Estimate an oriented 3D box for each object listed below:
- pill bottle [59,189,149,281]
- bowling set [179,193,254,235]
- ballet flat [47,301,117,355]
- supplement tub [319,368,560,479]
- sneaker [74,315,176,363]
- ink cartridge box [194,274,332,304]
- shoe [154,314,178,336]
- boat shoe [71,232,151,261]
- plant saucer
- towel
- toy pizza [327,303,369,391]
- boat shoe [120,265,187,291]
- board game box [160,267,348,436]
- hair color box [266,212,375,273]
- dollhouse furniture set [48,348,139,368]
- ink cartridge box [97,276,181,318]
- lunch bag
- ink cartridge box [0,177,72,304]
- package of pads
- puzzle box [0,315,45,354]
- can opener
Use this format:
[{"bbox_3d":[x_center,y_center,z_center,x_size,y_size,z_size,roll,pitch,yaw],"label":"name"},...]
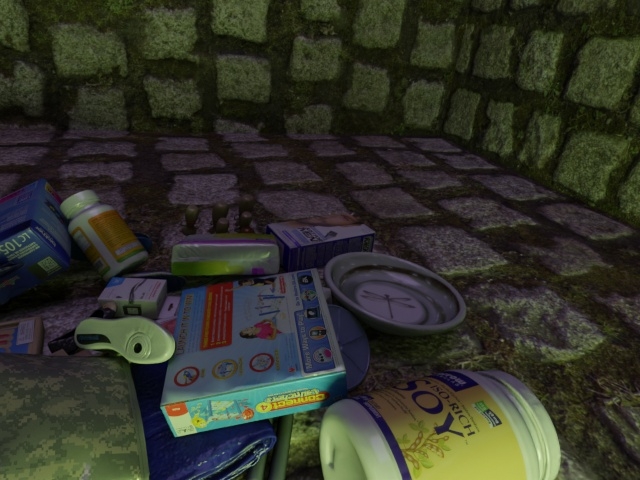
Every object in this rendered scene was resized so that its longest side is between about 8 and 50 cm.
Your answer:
[{"bbox_3d":[-0.618,-0.016,1.161,0.245,0.136,0.136,55,37,-2],"label":"pill bottle"},{"bbox_3d":[-0.322,-0.031,1.419,0.287,0.154,0.199,-15,53,-37],"label":"bowling set"},{"bbox_3d":[-0.549,0.201,0.958,0.058,0.049,0.173,1,34,29],"label":"ballet flat"},{"bbox_3d":[0.189,0.352,0.673,0.332,0.240,0.241,-6,31,-23],"label":"supplement tub"},{"bbox_3d":[-0.339,0.184,0.778,0.217,0.079,0.121,5,-13,20],"label":"sneaker"},{"bbox_3d":[-0.165,0.154,1.095,0.371,0.069,0.176,10,24,38],"label":"ink cartridge box"},{"bbox_3d":[-0.325,0.216,1.005,0.178,0.063,0.081,-16,37,-27],"label":"shoe"},{"bbox_3d":[-0.674,0.017,1.281,0.259,0.108,0.089,6,16,-38],"label":"boat shoe"},{"bbox_3d":[0.197,0.163,1.150,0.401,0.100,0.400,11,22,-4],"label":"plant saucer"},{"bbox_3d":[-0.240,0.322,0.769,0.228,0.076,0.308,-19,34,-22],"label":"towel"},{"bbox_3d":[0.032,0.248,0.948,0.201,0.032,0.201,18,57,-30],"label":"toy pizza"},{"bbox_3d":[-0.475,0.104,1.173,0.184,0.066,0.066,2,27,-8],"label":"boat shoe"},{"bbox_3d":[-0.126,0.195,0.802,0.302,0.086,0.308,-9,32,-5],"label":"board game box"},{"bbox_3d":[0.000,0.000,1.433,0.339,0.110,0.185,-9,31,-30],"label":"hair color box"},{"bbox_3d":[-0.463,0.241,0.881,0.161,0.101,0.182,25,33,31],"label":"dollhouse furniture set"},{"bbox_3d":[-0.476,0.152,1.087,0.180,0.060,0.104,3,28,-6],"label":"ink cartridge box"},{"bbox_3d":[-0.425,0.299,0.641,0.235,0.168,0.287,15,26,-37],"label":"lunch bag"},{"bbox_3d":[-0.815,0.022,1.064,0.270,0.151,0.395,-31,40,-9],"label":"ink cartridge box"},{"bbox_3d":[-0.276,0.037,1.233,0.297,0.101,0.229,0,8,-8],"label":"package of pads"},{"bbox_3d":[-0.691,0.307,0.761,0.272,0.052,0.409,-9,32,-26],"label":"puzzle box"},{"bbox_3d":[-0.088,0.345,0.794,0.074,0.093,0.280,6,33,1],"label":"can opener"}]
